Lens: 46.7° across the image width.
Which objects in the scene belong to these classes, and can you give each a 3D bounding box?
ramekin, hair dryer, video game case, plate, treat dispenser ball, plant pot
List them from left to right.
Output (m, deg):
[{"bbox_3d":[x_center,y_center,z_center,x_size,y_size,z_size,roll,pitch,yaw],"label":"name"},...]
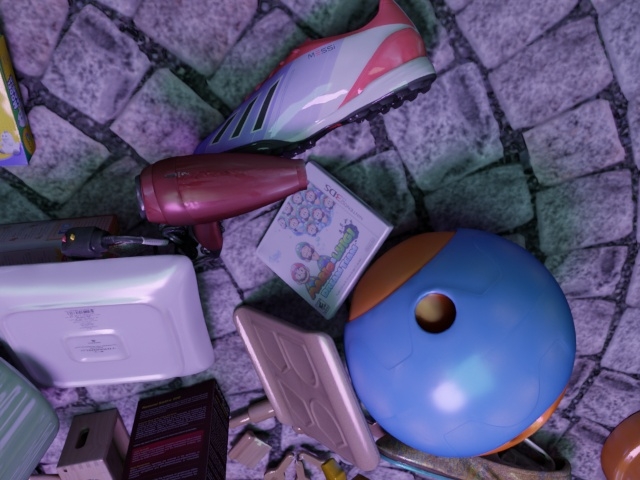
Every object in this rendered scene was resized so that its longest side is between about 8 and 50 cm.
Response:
[{"bbox_3d":[-0.494,0.226,0.966,0.304,0.148,0.303,22,145,16],"label":"ramekin"},{"bbox_3d":[-0.288,0.121,0.958,0.278,0.045,0.278,-3,143,-3],"label":"plate"},{"bbox_3d":[-0.143,-0.041,0.892,0.294,0.224,0.080,-20,76,29],"label":"hair dryer"},{"bbox_3d":[0.000,0.000,0.967,0.143,0.019,0.157,41,115,20],"label":"video game case"},{"bbox_3d":[0.173,0.127,0.940,0.288,0.288,0.288,-1,119,-3],"label":"treat dispenser ball"},{"bbox_3d":[0.579,0.395,1.167,0.205,0.188,0.205,-1,118,-3],"label":"plant pot"}]

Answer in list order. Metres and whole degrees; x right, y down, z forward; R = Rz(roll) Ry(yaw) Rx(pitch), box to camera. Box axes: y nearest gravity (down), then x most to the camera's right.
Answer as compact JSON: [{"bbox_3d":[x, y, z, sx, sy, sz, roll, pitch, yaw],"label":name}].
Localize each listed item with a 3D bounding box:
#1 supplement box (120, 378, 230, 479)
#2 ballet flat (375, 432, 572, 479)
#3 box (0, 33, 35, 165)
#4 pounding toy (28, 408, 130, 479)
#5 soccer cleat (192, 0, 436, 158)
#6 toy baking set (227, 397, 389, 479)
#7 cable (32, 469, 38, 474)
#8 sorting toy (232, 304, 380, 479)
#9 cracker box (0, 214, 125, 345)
[{"bbox_3d":[-0.203,0.312,1.046,0.130,0.239,0.073,-17,119,6],"label":"supplement box"},{"bbox_3d":[0.251,0.337,1.169,0.349,0.123,0.123,23,115,-16],"label":"ballet flat"},{"bbox_3d":[-0.411,-0.171,0.870,0.105,0.043,0.179,-3,126,-2],"label":"box"},{"bbox_3d":[-0.351,0.340,1.109,0.100,0.141,0.130,-12,118,3],"label":"pounding toy"},{"bbox_3d":[-0.025,-0.172,0.887,0.318,0.109,0.116,-23,89,18],"label":"soccer cleat"},{"bbox_3d":[-0.019,0.308,1.178,0.256,0.030,0.196,-27,119,11],"label":"toy baking set"},{"bbox_3d":[-0.561,0.425,1.174,0.257,0.089,0.257,-37,114,15],"label":"cable"},{"bbox_3d":[-0.002,0.234,1.027,0.041,0.229,0.307,-31,110,-28],"label":"sorting toy"},{"bbox_3d":[-0.378,0.056,0.995,0.232,0.067,0.155,-5,119,-2],"label":"cracker box"}]
